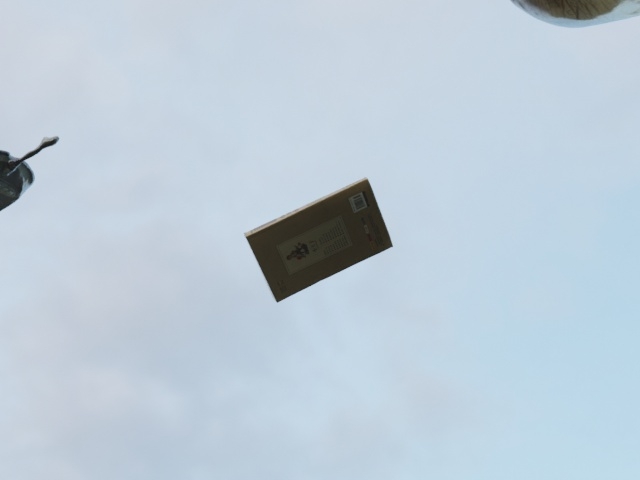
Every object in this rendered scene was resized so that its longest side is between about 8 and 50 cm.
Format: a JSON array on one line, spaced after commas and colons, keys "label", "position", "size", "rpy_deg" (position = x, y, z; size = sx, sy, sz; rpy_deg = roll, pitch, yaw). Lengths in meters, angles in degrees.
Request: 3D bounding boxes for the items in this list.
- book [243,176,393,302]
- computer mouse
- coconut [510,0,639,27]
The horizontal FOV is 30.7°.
[{"label": "book", "position": [0.000, 0.000, 1.719], "size": [0.199, 0.016, 0.138], "rpy_deg": [-25, -53, -4]}, {"label": "computer mouse", "position": [-0.555, -0.088, 1.813], "size": [0.379, 0.090, 0.167], "rpy_deg": [-27, -27, 18]}, {"label": "coconut", "position": [0.244, -0.296, 1.083], "size": [0.224, 0.224, 0.224], "rpy_deg": [4, -43, 3]}]
